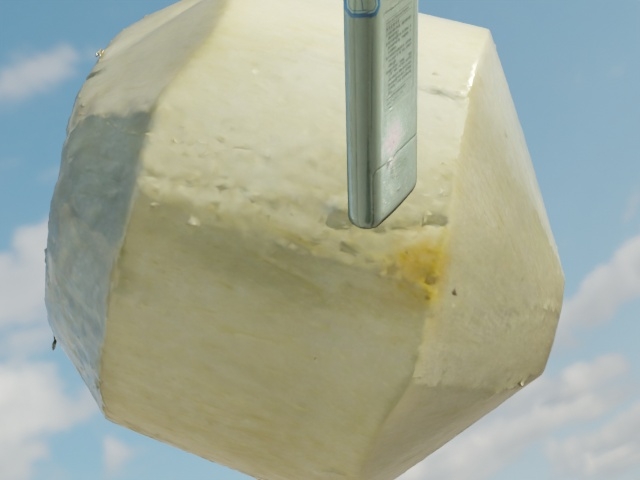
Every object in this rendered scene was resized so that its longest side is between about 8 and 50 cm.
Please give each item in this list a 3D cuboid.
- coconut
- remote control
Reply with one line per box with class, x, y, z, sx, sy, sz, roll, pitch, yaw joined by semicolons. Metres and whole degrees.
coconut;0.000;0.000;0.794;0.323;0.323;0.323;-21;-19;-8
remote control;0.027;-0.066;0.583;0.053;0.017;0.124;-46;-38;-48
